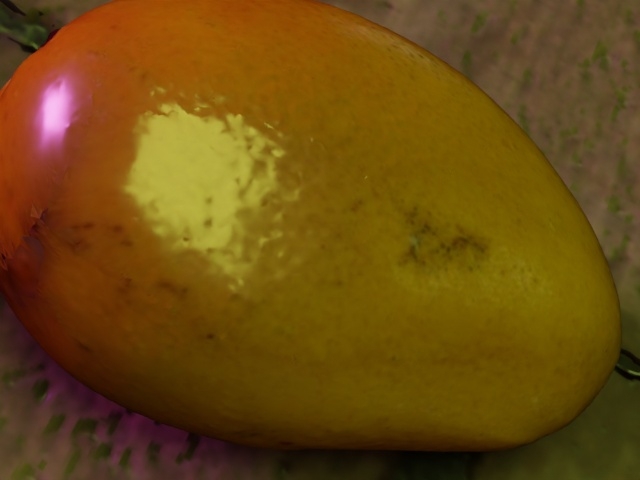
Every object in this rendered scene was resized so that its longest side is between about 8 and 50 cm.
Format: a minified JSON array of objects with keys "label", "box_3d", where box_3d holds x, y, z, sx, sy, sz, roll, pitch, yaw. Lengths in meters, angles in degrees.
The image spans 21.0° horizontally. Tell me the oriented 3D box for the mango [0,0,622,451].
[{"label":"mango","box_3d":[0.000,0.000,0.540,0.219,0.112,0.145,20,60,-21]}]
